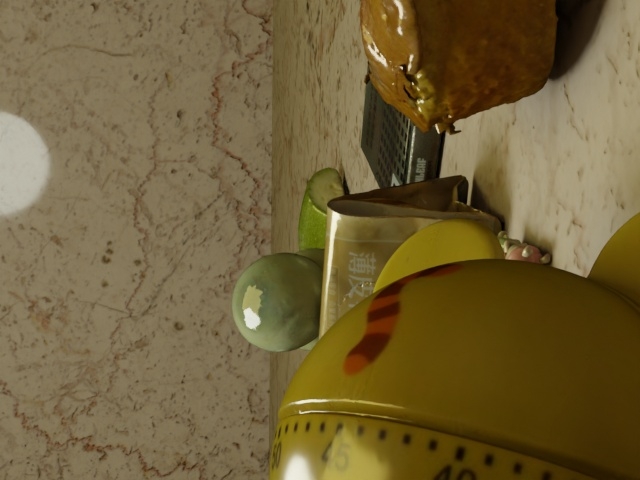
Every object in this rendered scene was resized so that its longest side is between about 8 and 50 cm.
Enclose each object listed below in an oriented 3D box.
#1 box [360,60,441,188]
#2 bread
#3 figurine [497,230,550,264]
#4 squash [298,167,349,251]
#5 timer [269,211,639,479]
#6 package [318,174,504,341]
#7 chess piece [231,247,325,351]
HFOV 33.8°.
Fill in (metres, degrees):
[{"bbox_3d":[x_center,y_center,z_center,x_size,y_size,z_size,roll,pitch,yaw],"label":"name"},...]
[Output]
[{"bbox_3d":[0.118,-0.158,1.627,0.325,0.047,0.180,-109,21,-59],"label":"box"},{"bbox_3d":[0.124,-0.300,1.071,0.337,0.204,0.358,86,177,-67],"label":"bread"},{"bbox_3d":[0.195,0.046,1.115,0.146,0.081,0.098,-113,24,-65],"label":"figurine"},{"bbox_3d":[0.000,0.000,2.176,0.169,0.093,0.252,-104,16,-44],"label":"squash"},{"bbox_3d":[0.146,0.145,0.794,0.376,0.376,0.387,114,176,-67],"label":"timer"},{"bbox_3d":[0.124,0.099,1.304,0.165,0.221,0.311,39,133,50],"label":"package"},{"bbox_3d":[0.003,0.078,1.447,0.330,0.182,0.182,1,-92,-59],"label":"chess piece"}]
